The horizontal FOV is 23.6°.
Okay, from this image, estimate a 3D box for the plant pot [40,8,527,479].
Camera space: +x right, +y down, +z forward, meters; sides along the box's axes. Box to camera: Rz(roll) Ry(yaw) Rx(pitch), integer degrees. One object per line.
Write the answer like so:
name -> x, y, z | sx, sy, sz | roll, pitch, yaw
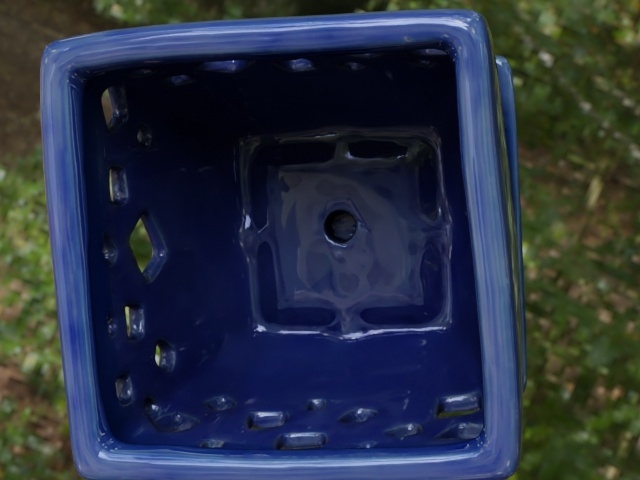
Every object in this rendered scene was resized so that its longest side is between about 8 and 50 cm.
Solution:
plant pot -> 0.000, 0.000, 0.848 | 0.236, 0.236, 0.212 | -3, 4, 15
